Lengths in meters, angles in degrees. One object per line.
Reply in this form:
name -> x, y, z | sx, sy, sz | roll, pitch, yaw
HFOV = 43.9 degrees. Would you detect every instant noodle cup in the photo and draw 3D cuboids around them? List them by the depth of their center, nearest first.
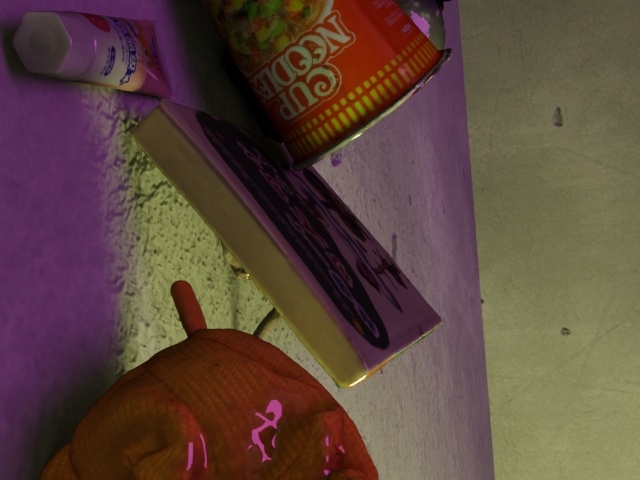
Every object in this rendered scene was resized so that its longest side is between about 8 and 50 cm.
instant noodle cup -> -0.012, -0.206, 0.740 | 0.212, 0.193, 0.193 | 52, 26, -12

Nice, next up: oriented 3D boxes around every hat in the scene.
hat -> -0.069, 0.111, 0.496 | 0.244, 0.233, 0.233 | -60, -143, 42

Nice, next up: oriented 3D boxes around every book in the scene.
book -> 0.000, 0.000, 0.744 | 0.260, 0.043, 0.371 | 50, 13, 11

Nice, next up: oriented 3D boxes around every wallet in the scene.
wallet -> -0.053, -0.236, 0.897 | 0.133, 0.039, 0.243 | 65, 26, -48

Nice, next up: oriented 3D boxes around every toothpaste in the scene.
toothpaste -> -0.148, -0.134, 0.571 | 0.194, 0.042, 0.067 | -42, 120, -75

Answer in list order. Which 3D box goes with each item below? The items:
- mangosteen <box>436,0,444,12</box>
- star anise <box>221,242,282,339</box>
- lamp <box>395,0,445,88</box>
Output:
mangosteen -> 0.156, -0.485, 1.325 | 0.288, 0.233, 0.287 | 63, -5, 10
star anise -> -0.060, 0.112, 0.778 | 0.227, 0.218, 0.148 | -56, -167, -2
lamp -> 0.050, -0.325, 1.051 | 0.314, 0.182, 0.182 | 58, 29, -33
